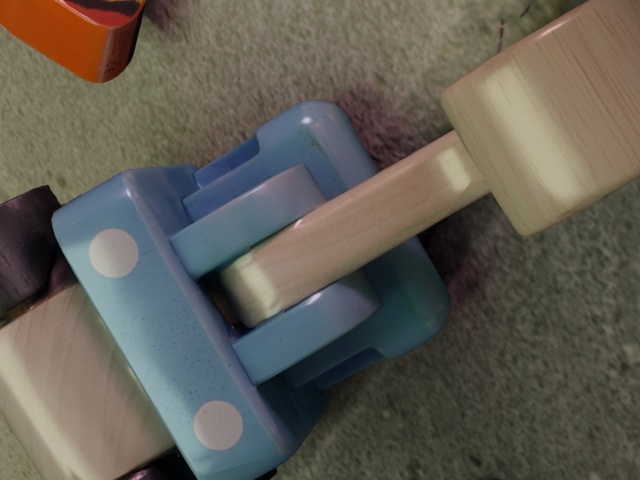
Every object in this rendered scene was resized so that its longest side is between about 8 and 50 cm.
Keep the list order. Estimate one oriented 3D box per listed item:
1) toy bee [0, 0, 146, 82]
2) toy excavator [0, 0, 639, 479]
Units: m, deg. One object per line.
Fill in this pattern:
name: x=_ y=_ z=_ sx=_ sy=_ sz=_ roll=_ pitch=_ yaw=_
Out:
toy bee: x=-0.231 y=-0.228 z=1.241 sx=0.298 sy=0.162 sz=0.195 roll=38 pitch=138 yaw=-12
toy excavator: x=0.000 y=0.000 z=1.058 sx=0.222 sy=0.445 sz=0.433 roll=58 pitch=-174 yaw=1
